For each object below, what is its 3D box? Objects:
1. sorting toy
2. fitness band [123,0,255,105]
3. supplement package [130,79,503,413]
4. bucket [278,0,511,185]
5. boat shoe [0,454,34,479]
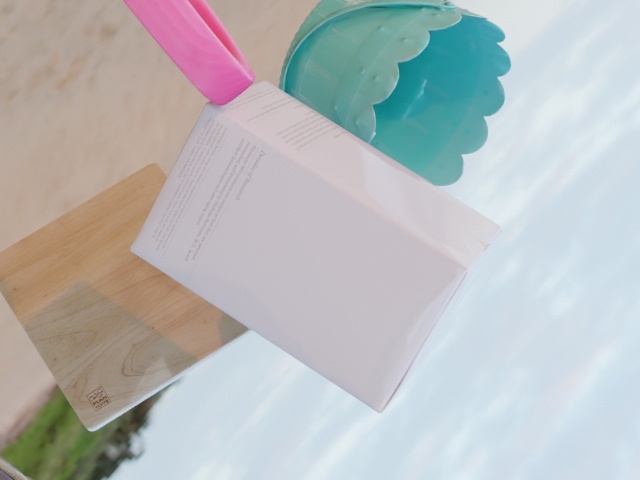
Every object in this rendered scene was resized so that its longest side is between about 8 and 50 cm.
[{"bbox_3d":[-0.251,0.077,1.930,0.257,0.255,0.089,-32,168,-12],"label":"sorting toy"},{"bbox_3d":[-0.160,-0.244,1.343,0.054,0.291,0.209,-38,-154,4],"label":"fitness band"},{"bbox_3d":[0.000,0.000,1.471,0.175,0.293,0.177,-61,171,20],"label":"supplement package"},{"bbox_3d":[0.090,-0.198,1.946,0.281,0.183,0.281,-32,140,-32],"label":"bucket"},{"bbox_3d":[-0.400,0.312,1.878,0.073,0.207,0.073,-50,-147,-12],"label":"boat shoe"}]
